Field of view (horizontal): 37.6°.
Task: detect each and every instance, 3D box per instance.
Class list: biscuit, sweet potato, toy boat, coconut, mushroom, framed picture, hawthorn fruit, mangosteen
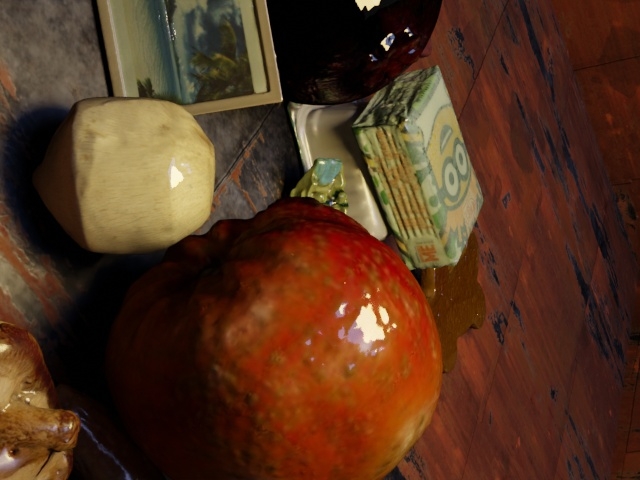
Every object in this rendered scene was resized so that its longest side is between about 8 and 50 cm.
[{"bbox_3d":[0.253,0.143,2.028,0.432,0.064,0.283,-39,126,-53],"label":"biscuit"},{"bbox_3d":[-0.254,0.274,1.142,0.252,0.097,0.097,59,38,-27],"label":"sweet potato"},{"bbox_3d":[-0.005,-0.001,1.614,0.111,0.084,0.276,-5,94,-56],"label":"toy boat"},{"bbox_3d":[-0.241,-0.080,1.154,0.224,0.224,0.224,20,67,-56],"label":"coconut"},{"bbox_3d":[-0.353,0.190,0.948,0.194,0.138,0.231,-17,111,-31],"label":"mushroom"},{"bbox_3d":[-0.187,-0.325,1.280,0.024,0.232,0.315,-159,-121,-86],"label":"framed picture"},{"bbox_3d":[-0.046,0.160,1.151,0.403,0.402,0.403,20,67,-56],"label":"hawthorn fruit"},{"bbox_3d":[-0.015,-0.422,1.480,0.435,0.382,0.382,52,24,20],"label":"mangosteen"}]

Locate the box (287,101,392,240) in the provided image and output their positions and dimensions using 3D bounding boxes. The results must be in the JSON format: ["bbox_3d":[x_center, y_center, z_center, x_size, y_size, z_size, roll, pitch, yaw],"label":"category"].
[{"bbox_3d":[0.075,-0.127,1.758,0.264,0.106,0.337,-28,107,-57],"label":"box"}]

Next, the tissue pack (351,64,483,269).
[{"bbox_3d":[0.187,-0.133,1.723,0.228,0.128,0.311,-57,132,-48],"label":"tissue pack"}]

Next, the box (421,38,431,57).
[{"bbox_3d":[0.085,-0.425,1.784,0.294,0.167,0.193,-1,86,-59],"label":"box"}]

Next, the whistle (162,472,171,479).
[{"bbox_3d":[-0.182,0.249,1.287,0.126,0.067,0.258,28,57,-51],"label":"whistle"}]
